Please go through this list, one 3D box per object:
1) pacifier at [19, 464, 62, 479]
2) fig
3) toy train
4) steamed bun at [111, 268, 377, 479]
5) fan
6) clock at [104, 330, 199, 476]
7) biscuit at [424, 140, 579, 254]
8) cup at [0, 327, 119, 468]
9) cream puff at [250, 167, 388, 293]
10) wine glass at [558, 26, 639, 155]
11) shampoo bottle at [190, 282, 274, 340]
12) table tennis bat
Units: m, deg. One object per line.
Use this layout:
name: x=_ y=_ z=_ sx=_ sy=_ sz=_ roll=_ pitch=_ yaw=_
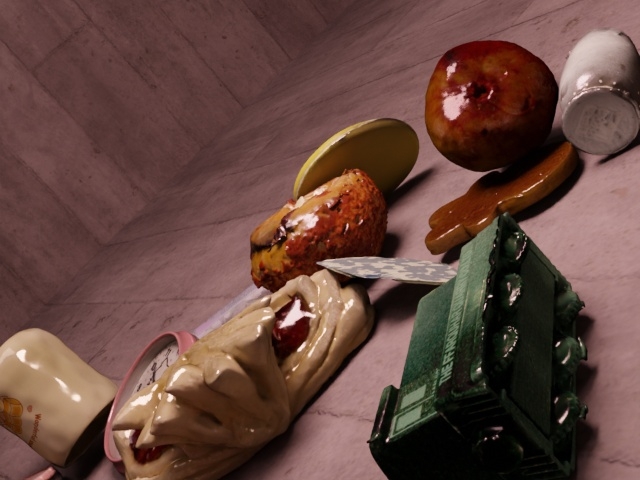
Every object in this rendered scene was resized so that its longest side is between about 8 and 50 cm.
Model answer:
pacifier: x=-0.584 y=0.431 z=1.672 sx=0.332 sy=0.273 sz=0.220 roll=-28 pitch=37 yaw=37
fig: x=0.220 y=-0.186 z=1.457 sx=0.190 sy=0.190 sz=0.290 roll=-43 pitch=10 yaw=-7
toy train: x=0.154 y=0.115 z=0.983 sx=0.178 sy=0.138 sz=0.330 roll=-37 pitch=16 yaw=29
steamed bun: x=-0.124 y=0.190 z=1.330 sx=0.428 sy=0.189 sz=0.247 roll=-39 pitch=24 yaw=5
fan: x=0.101 y=0.039 z=1.353 sx=0.240 sy=0.009 sz=0.131 roll=7 pitch=15 yaw=41
clock: x=-0.262 y=0.256 z=1.600 sx=0.244 sy=0.056 sz=0.244 roll=-44 pitch=29 yaw=32
biscuit: x=0.245 y=-0.057 z=1.374 sx=0.236 sy=0.039 sz=0.180 roll=-33 pitch=14 yaw=25
cup: x=-0.466 y=0.273 z=1.758 sx=0.173 sy=0.202 sz=0.255 roll=-52 pitch=-6 yaw=-14
cream puff: x=0.000 y=0.000 z=1.556 sx=0.240 sy=0.164 sz=0.240 roll=-25 pitch=11 yaw=5
wine glass: x=0.371 y=-0.201 z=1.335 sx=0.111 sy=0.111 sz=0.204 roll=-30 pitch=23 yaw=32
shampoo bottle: x=-0.153 y=0.146 z=1.682 sx=0.214 sy=0.072 sz=0.072 roll=-38 pitch=17 yaw=3
table tennis bat: x=0.017 y=-0.071 z=1.709 sx=0.368 sy=0.224 sz=0.054 roll=-45 pitch=56 yaw=23
